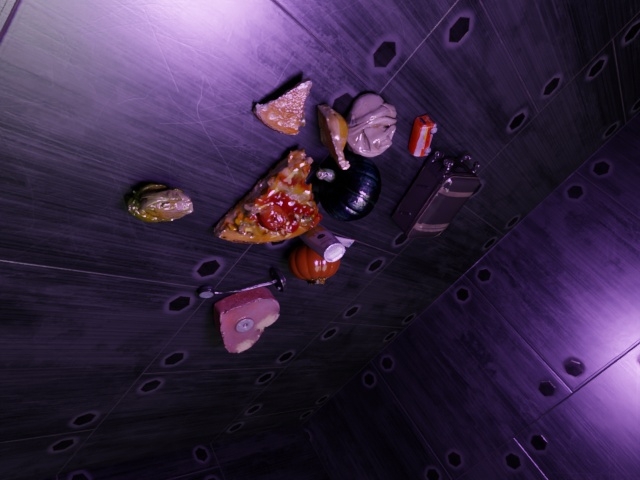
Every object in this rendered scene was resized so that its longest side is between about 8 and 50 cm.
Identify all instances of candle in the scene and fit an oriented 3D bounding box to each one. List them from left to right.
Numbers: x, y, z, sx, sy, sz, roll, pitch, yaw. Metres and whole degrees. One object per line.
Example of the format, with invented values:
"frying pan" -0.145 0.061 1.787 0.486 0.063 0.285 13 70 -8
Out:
"candle" -0.357 0.337 2.029 0.287 0.131 0.316 26 104 -47

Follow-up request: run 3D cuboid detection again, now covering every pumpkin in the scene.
"pumpkin" 0.082 -0.201 1.624 0.248 0.248 0.248 -24 146 -18

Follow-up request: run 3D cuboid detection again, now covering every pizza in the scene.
"pizza" -0.139 -0.139 1.618 0.440 0.130 0.405 -11 142 -34
"pizza" -0.093 -0.414 1.377 0.185 0.052 0.195 20 123 -45
"pizza" 0.060 -0.334 1.494 0.081 0.204 0.188 -20 139 -6

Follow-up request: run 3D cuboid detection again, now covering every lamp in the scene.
"lamp" -0.329 0.179 1.928 0.372 0.108 0.130 -5 151 -18
"lamp" -0.027 0.091 1.947 0.224 0.196 0.223 -6 172 -1

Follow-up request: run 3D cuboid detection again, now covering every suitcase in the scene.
"suitcase" 0.537 -0.195 2.114 0.283 0.194 0.433 -4 137 -40

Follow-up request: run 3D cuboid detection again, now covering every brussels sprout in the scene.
"brussels sprout" -0.479 -0.110 1.370 0.181 0.100 0.139 -14 151 -33

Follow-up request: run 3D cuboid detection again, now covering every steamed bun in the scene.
"steamed bun" 0.179 -0.379 1.587 0.211 0.144 0.218 10 125 -48

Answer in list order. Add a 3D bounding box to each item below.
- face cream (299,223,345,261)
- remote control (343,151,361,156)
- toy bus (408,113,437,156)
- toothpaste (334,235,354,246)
"face cream" 0.000 0.000 1.799 0.108 0.269 0.073 -23 118 -14
"remote control" 0.122 -0.326 1.721 0.091 0.016 0.034 -13 157 -31
"toy bus" 0.401 -0.410 1.822 0.077 0.079 0.174 -15 144 -16
"toothpaste" 0.093 0.001 2.103 0.048 0.031 0.190 -51 148 17
